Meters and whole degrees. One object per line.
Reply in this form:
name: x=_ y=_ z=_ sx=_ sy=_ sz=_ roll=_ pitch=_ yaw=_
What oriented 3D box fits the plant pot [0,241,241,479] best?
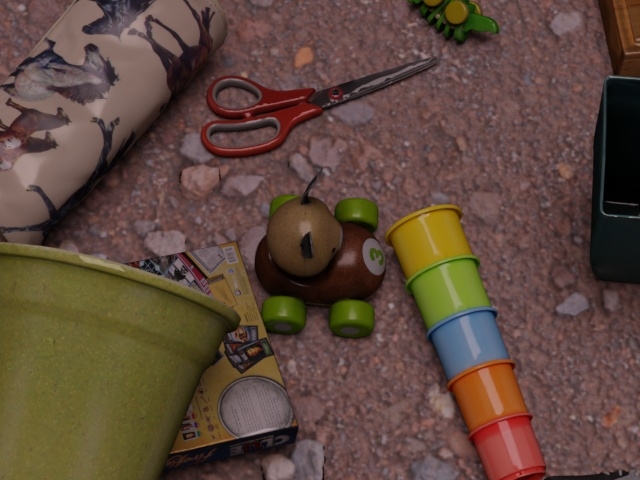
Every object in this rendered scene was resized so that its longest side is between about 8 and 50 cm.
plant pot: x=-0.242 y=0.164 z=1.665 sx=0.276 sy=0.276 sz=0.254 roll=13 pitch=78 yaw=6

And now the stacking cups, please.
stacking cups: x=0.166 y=0.116 z=1.849 sx=0.096 sy=0.096 sz=0.316 roll=-17 pitch=66 yaw=-8

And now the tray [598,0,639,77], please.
tray: x=0.548 y=-0.315 z=2.063 sx=0.410 sy=0.076 sz=0.203 roll=-6 pitch=65 yaw=-2

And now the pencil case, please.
pencil case: x=-0.295 y=-0.155 z=1.934 sx=0.183 sy=0.160 sz=0.410 roll=37 pitch=70 yaw=6

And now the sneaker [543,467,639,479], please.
sneaker: x=0.345 y=0.255 z=1.803 sx=0.228 sy=0.086 sz=0.132 roll=16 pitch=61 yaw=-4

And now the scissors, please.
scissors: x=0.003 y=-0.159 z=2.019 sx=0.297 sy=0.021 sz=0.109 roll=-6 pitch=63 yaw=-4

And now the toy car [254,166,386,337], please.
toy car: x=0.000 y=0.000 z=1.850 sx=0.149 sy=0.188 sz=0.155 roll=3 pitch=66 yaw=1

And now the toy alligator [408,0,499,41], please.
toy alligator: x=0.135 y=-0.295 z=2.065 sx=0.189 sy=0.056 sz=0.051 roll=40 pitch=111 yaw=16

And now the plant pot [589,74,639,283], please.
plant pot: x=0.374 y=-0.045 z=1.849 sx=0.165 sy=0.234 sz=0.165 roll=5 pitch=66 yaw=3

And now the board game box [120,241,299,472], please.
board game box: x=-0.138 y=0.124 z=1.845 sx=0.165 sy=0.042 sz=0.243 roll=-11 pitch=58 yaw=-15
